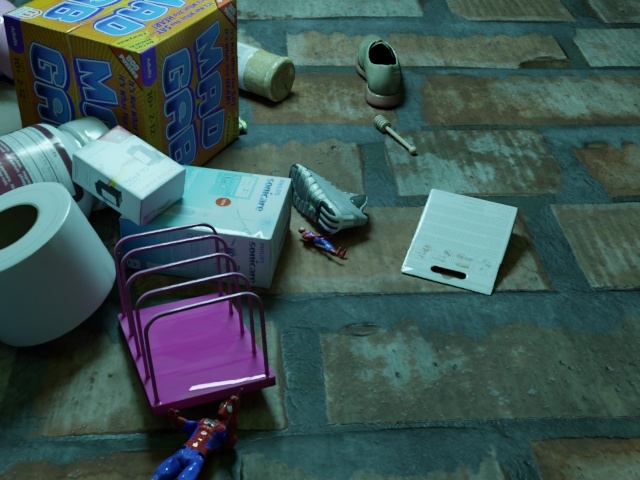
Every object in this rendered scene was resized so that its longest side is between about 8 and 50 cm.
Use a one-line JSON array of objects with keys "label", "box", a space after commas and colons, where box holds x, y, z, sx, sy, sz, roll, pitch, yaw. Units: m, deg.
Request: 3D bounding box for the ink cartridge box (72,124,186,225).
[{"label": "ink cartridge box", "box": [-0.359, -0.124, 1.700, 0.175, 0.072, 0.127, 32, 47, 17]}]

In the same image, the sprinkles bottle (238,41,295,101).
[{"label": "sprinkles bottle", "box": [-0.240, -0.474, 2.392, 0.355, 0.121, 0.121, 24, 41, 26]}]

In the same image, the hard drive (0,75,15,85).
[{"label": "hard drive", "box": [-0.715, -0.460, 2.408, 0.210, 0.040, 0.319, 18, 39, 20]}]

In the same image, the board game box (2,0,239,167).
[{"label": "board game box", "box": [-0.426, -0.359, 2.019, 0.356, 0.356, 0.356, 19, 39, 21]}]

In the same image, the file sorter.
[{"label": "file sorter", "box": [-0.220, 0.112, 1.497, 0.202, 0.182, 0.291, -12, 29, -18]}]

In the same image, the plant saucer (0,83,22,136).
[{"label": "plant saucer", "box": [-0.799, -0.282, 2.118, 0.310, 0.050, 0.311, 2, 35, -1]}]

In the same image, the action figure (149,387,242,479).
[{"label": "action figure", "box": [-0.197, 0.305, 1.315, 0.091, 0.139, 0.280, 18, 36, 18]}]

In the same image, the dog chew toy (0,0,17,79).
[{"label": "dog chew toy", "box": [-0.754, -0.488, 2.251, 0.331, 0.207, 0.207, 16, 37, 5]}]

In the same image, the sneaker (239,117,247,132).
[{"label": "sneaker", "box": [-0.213, -0.290, 2.215, 0.035, 0.031, 0.083, -22, 43, -30]}]

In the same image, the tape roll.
[{"label": "tape roll", "box": [-0.502, 0.039, 1.562, 0.246, 0.169, 0.246, -15, 39, 13]}]

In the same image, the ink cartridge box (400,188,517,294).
[{"label": "ink cartridge box", "box": [0.283, 0.009, 1.838, 0.189, 0.066, 0.232, 14, 58, 15]}]

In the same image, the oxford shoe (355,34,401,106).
[{"label": "oxford shoe", "box": [0.166, -0.492, 2.434, 0.123, 0.130, 0.348, -2, 36, -7]}]

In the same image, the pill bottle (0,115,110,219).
[{"label": "pill bottle", "box": [-0.590, -0.097, 1.762, 0.392, 0.224, 0.224, -27, 45, -35]}]

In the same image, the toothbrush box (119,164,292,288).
[{"label": "toothbrush box", "box": [-0.219, -0.034, 1.784, 0.295, 0.126, 0.216, 9, 37, 6]}]

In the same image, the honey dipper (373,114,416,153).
[{"label": "honey dipper", "box": [0.183, -0.255, 2.197, 0.030, 0.030, 0.161, -17, 43, -24]}]

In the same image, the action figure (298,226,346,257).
[{"label": "action figure", "box": [0.000, 0.000, 1.827, 0.115, 0.030, 0.038, 25, 5, 29]}]

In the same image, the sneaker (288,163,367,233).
[{"label": "sneaker", "box": [0.027, -0.089, 1.927, 0.132, 0.086, 0.229, -4, 37, -29]}]
